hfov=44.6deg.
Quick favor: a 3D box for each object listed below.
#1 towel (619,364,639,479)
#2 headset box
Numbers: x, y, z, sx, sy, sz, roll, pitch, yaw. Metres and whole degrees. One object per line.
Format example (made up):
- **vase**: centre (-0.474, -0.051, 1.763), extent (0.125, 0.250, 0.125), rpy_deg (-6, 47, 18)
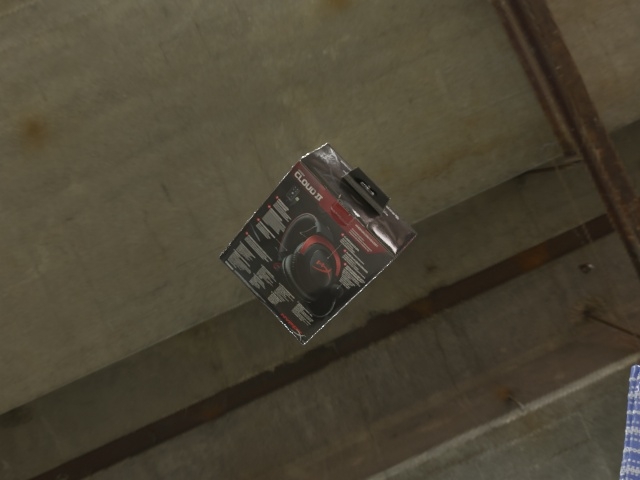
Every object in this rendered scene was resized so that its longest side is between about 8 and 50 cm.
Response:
- **towel**: centre (0.557, 0.315, 1.111), extent (0.243, 0.336, 0.040), rpy_deg (7, -51, 22)
- **headset box**: centre (0.000, 0.000, 1.305), extent (0.218, 0.110, 0.293), rpy_deg (45, -55, 4)
